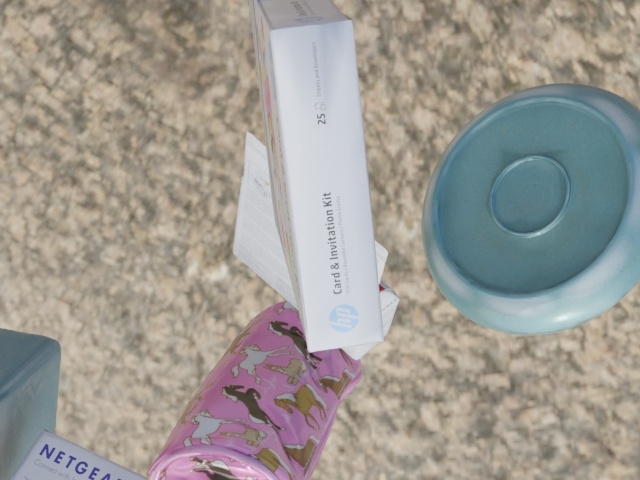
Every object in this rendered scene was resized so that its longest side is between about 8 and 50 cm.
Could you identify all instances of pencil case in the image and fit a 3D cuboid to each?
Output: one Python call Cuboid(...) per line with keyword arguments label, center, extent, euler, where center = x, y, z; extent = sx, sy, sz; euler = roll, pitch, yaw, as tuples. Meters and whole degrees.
Cuboid(label="pencil case", center=(-0.062, 0.206, 1.446), extent=(0.160, 0.386, 0.167), euler=(-36, 100, 24))

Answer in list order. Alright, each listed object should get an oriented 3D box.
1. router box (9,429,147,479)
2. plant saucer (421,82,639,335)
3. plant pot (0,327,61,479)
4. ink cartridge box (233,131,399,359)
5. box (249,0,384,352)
Cuboid(label="router box", center=(-0.255, 0.414, 1.411), extent=(0.335, 0.301, 0.082), euler=(19, 154, 23))
Cuboid(label="plant saucer", center=(0.252, -0.047, 1.465), extent=(0.317, 0.318, 0.043), euler=(-35, 145, 18))
Cuboid(label="plant pot", center=(-0.492, 0.255, 1.555), extent=(0.247, 0.252, 0.247), euler=(10, 107, 8))
Cuboid(label="ink cartridge box", center=(0.000, 0.000, 1.256), extent=(0.189, 0.066, 0.232), euler=(41, 149, 16))
Cuboid(label="box", center=(-0.006, -0.048, 0.609), extent=(0.038, 0.186, 0.145), euler=(-8, 109, -5))
